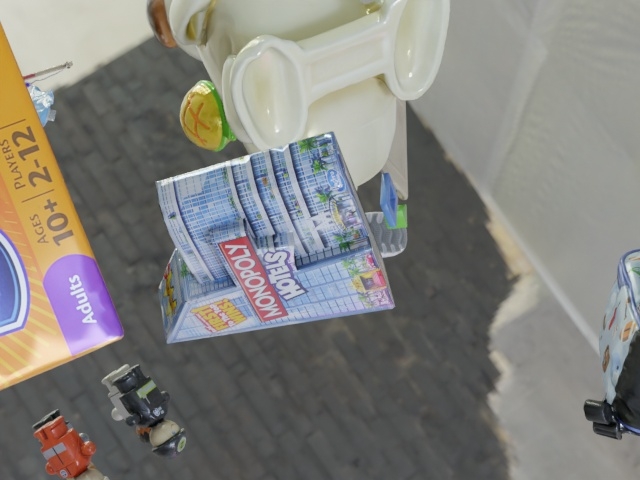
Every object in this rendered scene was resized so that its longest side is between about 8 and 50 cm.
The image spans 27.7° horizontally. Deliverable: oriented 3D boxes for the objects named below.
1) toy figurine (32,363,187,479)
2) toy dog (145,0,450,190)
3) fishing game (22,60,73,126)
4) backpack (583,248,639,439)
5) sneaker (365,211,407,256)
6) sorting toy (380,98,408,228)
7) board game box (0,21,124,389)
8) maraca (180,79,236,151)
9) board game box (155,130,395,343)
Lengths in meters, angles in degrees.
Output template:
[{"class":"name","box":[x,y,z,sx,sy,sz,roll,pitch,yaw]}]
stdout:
[{"class":"toy figurine","box":[-0.321,0.298,1.975,0.148,0.213,0.209,57,-17,-4]},{"class":"toy dog","box":[-0.050,-0.270,1.652,0.408,0.285,0.395,51,-14,38]},{"class":"fishing game","box":[-0.463,-0.160,1.957,0.189,0.264,0.041,-9,-44,42]},{"class":"backpack","box":[0.398,0.090,1.287,0.263,0.277,0.213,-85,-171,-75]},{"class":"sneaker","box":[0.000,0.000,2.176,0.115,0.281,0.105,149,-54,-61]},{"class":"sorting toy","box":[0.097,-0.178,2.052,0.196,0.047,0.347,48,39,-64]},{"class":"board game box","box":[-0.425,-0.030,1.150,0.356,0.356,0.356,70,-15,-9]},{"class":"maraca","box":[-0.187,-0.219,2.262,0.186,0.099,0.127,-4,-76,66]},{"class":"board game box","box":[-0.055,0.013,1.059,0.194,0.194,0.060,65,10,-55]}]
